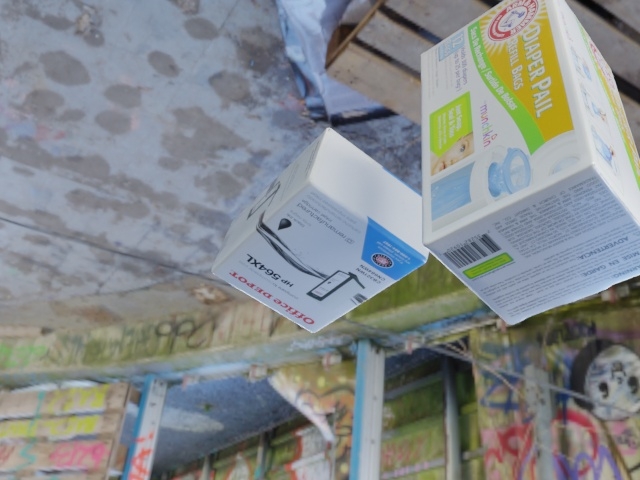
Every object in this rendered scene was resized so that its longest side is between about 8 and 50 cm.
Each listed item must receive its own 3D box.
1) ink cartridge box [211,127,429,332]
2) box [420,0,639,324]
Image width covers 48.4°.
[{"bbox_3d":[0.000,0.000,0.756,0.148,0.086,0.203,33,137,-17],"label":"ink cartridge box"},{"bbox_3d":[0.142,-0.067,0.487,0.114,0.203,0.103,-28,128,32],"label":"box"}]
